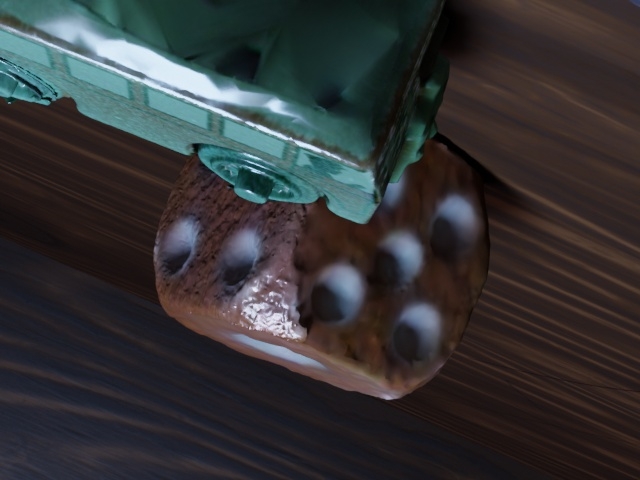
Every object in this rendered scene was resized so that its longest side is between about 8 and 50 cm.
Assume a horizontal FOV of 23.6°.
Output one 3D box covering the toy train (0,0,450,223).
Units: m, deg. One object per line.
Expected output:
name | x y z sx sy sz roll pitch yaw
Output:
toy train | -0.088 -0.119 0.806 0.326 0.129 0.159 22 167 0

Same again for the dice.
dice | 0.000 0.000 1.073 0.175 0.179 0.174 25 169 -35

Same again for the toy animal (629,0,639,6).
toy animal | 0.027 -0.142 0.552 0.324 0.090 0.195 29 168 -20
